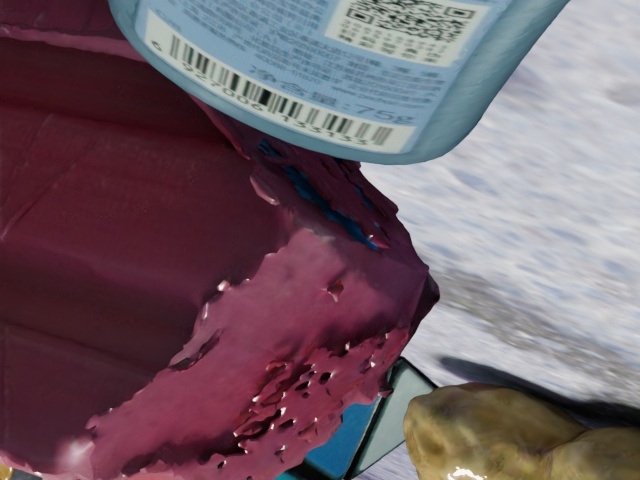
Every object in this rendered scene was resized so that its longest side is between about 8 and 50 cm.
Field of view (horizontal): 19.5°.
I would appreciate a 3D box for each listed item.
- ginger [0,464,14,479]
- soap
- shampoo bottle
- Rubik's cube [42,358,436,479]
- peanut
[{"bbox_3d":[-0.253,0.047,0.900,0.358,0.152,0.274,14,-171,-42],"label":"ginger"},{"bbox_3d":[-0.088,-0.008,0.582,0.250,0.162,0.099,14,166,37],"label":"soap"},{"bbox_3d":[0.011,-0.075,0.357,0.104,0.061,0.258,24,168,-3],"label":"shampoo bottle"},{"bbox_3d":[-0.026,0.118,1.050,0.234,0.250,0.284,7,173,-33],"label":"Rubik's cube"},{"bbox_3d":[0.142,0.131,0.964,0.228,0.085,0.104,16,157,33],"label":"peanut"}]
